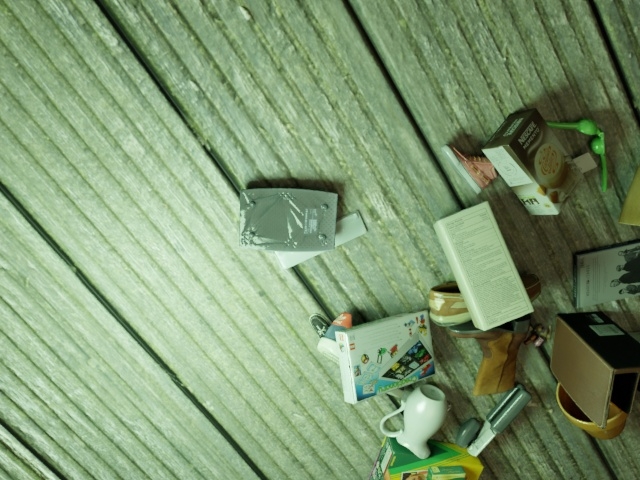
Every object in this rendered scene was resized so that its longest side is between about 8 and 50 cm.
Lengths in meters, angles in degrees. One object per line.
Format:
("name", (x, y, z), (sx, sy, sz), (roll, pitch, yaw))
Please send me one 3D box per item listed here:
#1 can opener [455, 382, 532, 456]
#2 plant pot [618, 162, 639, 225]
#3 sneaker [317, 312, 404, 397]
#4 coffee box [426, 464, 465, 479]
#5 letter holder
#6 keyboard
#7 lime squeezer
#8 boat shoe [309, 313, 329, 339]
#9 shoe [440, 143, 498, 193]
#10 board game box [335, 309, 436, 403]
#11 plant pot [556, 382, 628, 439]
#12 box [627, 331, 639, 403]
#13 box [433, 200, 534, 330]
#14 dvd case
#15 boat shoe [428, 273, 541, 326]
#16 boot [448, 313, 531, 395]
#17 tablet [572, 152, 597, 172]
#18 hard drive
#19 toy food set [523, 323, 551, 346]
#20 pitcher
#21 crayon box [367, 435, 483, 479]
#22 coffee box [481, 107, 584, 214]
("can opener", (0.543, 0.564, 1.826), (0.095, 0.076, 0.283), (32, 103, -17))
("plant pot", (0.944, -0.158, 1.536), (0.237, 0.237, 0.255), (4, 97, -8))
("sneaker", (0.150, 0.333, 1.675), (0.350, 0.131, 0.148), (43, 66, -33))
("coffee box", (0.383, 0.791, 1.799), (0.113, 0.040, 0.184), (3, 109, -9))
("letter holder", (0.812, 0.373, 1.663), (0.151, 0.302, 0.215), (-3, 111, -6))
("keyboard", (0.000, 0.000, 1.585), (0.255, 0.014, 0.072), (-24, 116, 3))
("lime squeezer", (0.716, -0.256, 1.547), (0.310, 0.059, 0.110), (36, 102, -18))
("boat shoe", (0.010, 0.268, 1.671), (0.046, 0.038, 0.125), (-29, 111, 5))
("shoe", (0.398, -0.209, 1.527), (0.081, 0.063, 0.178), (-42, 115, 8))
("board game box", (0.188, 0.316, 1.599), (0.305, 0.053, 0.193), (-8, 92, -34))
("plant pot", (0.865, 0.521, 1.794), (0.205, 0.205, 0.188), (-32, 126, 6))
("box", (1.021, 0.398, 1.761), (0.118, 0.181, 0.182), (-4, 111, -5))
("box", (0.429, 0.067, 1.534), (0.147, 0.121, 0.311), (-21, 85, 2))
("dvd case", (0.872, 0.097, 1.712), (0.238, 0.030, 0.179), (-11, 112, -2))
("boat shoe", (0.463, 0.147, 1.637), (0.323, 0.122, 0.120), (-16, 108, -1))
("boot", (0.487, 0.344, 1.730), (0.264, 0.096, 0.281), (-7, 120, -21))
("tablet", (0.703, -0.202, 1.571), (0.083, 0.006, 0.054), (-28, 117, 35))
("hard drive", (-0.086, -0.057, 1.522), (0.254, 0.054, 0.172), (2, 105, -6))
("toy food set", (0.652, 0.293, 1.765), (0.122, 0.019, 0.078), (-4, 111, -5))
("pitcher", (0.287, 0.543, 1.772), (0.177, 0.125, 0.207), (20, 111, 10))
("crayon box", (0.314, 0.828, 1.882), (0.312, 0.106, 0.363), (13, 108, -11))
("coffee box", (0.557, -0.201, 1.503), (0.246, 0.098, 0.141), (45, 73, -20))
